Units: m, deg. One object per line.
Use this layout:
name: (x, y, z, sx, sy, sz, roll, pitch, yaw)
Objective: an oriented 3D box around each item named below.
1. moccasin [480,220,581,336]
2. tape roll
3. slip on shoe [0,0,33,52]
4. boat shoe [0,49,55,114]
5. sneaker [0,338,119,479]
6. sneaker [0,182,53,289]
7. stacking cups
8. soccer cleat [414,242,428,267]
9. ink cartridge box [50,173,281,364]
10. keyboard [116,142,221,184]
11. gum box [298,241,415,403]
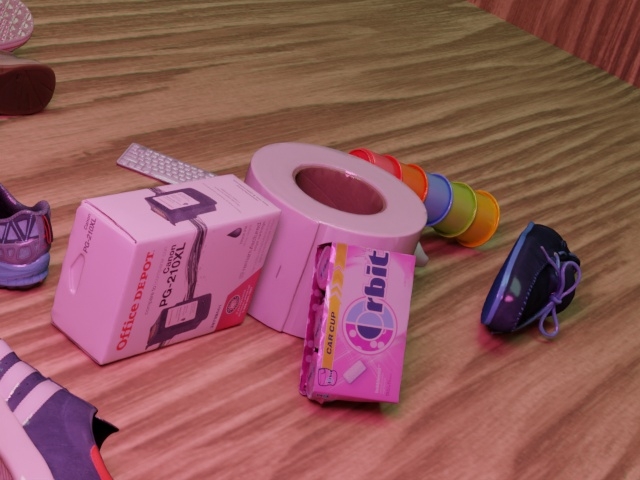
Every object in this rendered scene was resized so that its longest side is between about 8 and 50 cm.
moccasin: (0.327, 0.051, 1.749, 0.117, 0.137, 0.342, 30, 28, 9)
tape roll: (0.000, 0.000, 1.577, 0.246, 0.169, 0.246, 16, 27, -8)
slip on shoe: (-0.603, -0.300, 1.824, 0.331, 0.101, 0.123, -21, 85, -39)
boat shoe: (-0.531, -0.240, 1.744, 0.098, 0.109, 0.302, 29, 21, 29)
sneaker: (-0.285, 0.166, 1.128, 0.148, 0.131, 0.350, 5, 35, -42)
sneaker: (-0.431, -0.049, 1.417, 0.262, 0.125, 0.104, 23, 26, 5)
stacking cups: (0.146, -0.062, 1.794, 0.316, 0.096, 0.096, 15, 22, -47)
soccer cleat: (0.097, -0.017, 1.808, 0.076, 0.068, 0.196, 25, 19, -35)
ink cartridge box: (-0.179, 0.029, 1.391, 0.100, 0.172, 0.237, 36, 30, 29)
keyboard: (-0.178, -0.086, 1.794, 0.256, 0.014, 0.072, 21, 26, 2)
gum box: (0.043, 0.103, 1.410, 0.107, 0.188, 0.062, 10, -9, -17)
